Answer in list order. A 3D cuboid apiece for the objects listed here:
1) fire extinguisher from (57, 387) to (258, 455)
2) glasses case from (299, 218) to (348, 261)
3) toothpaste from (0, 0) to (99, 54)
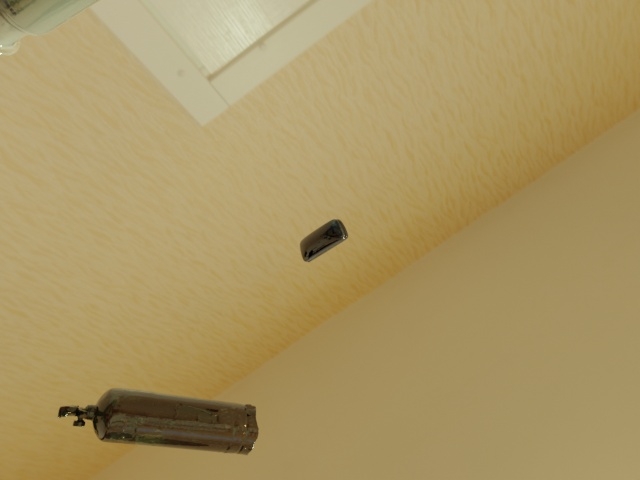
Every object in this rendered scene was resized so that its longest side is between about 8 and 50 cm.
[{"bbox_3d":[-0.214,0.243,0.796,0.089,0.268,0.072,-17,-119,62],"label":"fire extinguisher"},{"bbox_3d":[0.000,0.000,0.808,0.083,0.023,0.033,-32,-105,36],"label":"glasses case"},{"bbox_3d":[-0.184,-0.263,0.515,0.323,0.066,0.100,-22,-86,23],"label":"toothpaste"}]
